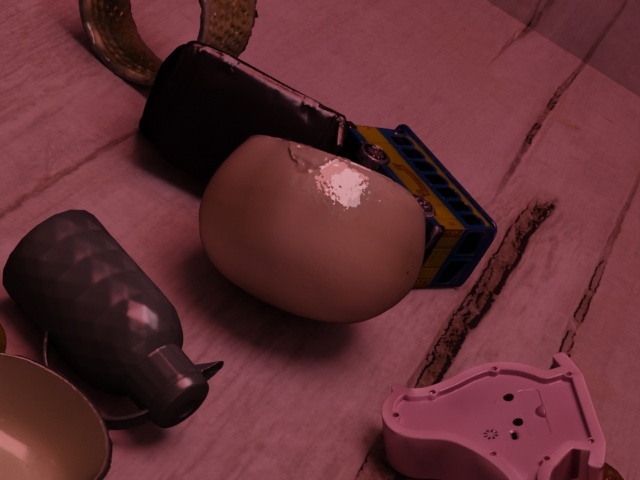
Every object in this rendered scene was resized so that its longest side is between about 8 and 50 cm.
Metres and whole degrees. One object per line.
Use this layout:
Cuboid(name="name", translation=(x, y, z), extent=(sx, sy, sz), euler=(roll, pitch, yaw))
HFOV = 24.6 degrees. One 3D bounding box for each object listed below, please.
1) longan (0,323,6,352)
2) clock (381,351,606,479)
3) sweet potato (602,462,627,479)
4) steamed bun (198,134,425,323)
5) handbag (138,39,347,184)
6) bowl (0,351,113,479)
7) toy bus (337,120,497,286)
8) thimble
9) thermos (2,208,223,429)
Cuboid(name="longan", translation=(-0.396, 0.116, 1.685), extent=(0.075, 0.075, 0.083), euler=(38, -12, 12))
Cuboid(name="clock", translation=(0.227, 0.277, 1.869), extent=(0.275, 0.080, 0.290), euler=(-7, 34, -4))
Cuboid(name="sweet potato", translation=(0.283, 0.318, 1.977), extent=(0.341, 0.092, 0.114), euler=(-3, 59, -45))
Cuboid(name="steamed bun", translation=(-0.015, 0.000, 2.023), extent=(0.324, 0.206, 0.324), euler=(21, -9, 3))
Cuboid(name="handbag", translation=(-0.123, -0.159, 2.218), extent=(0.302, 0.178, 0.275), euler=(27, -4, -10))
Cuboid(name="bowl", translation=(-0.331, 0.223, 1.517), extent=(0.211, 0.112, 0.211), euler=(23, 30, -14))
Cuboid(name="toy bus", translation=(0.130, -0.061, 2.388), extent=(0.175, 0.138, 0.287), euler=(0, 41, -43))
Cuboid(name="thimble", translation=(-0.256, -0.393, 2.418), extent=(0.271, 0.271, 0.150), euler=(39, 32, 15))
Cuboid(name="thermos", translation=(-0.260, 0.109, 1.750), extent=(0.182, 0.145, 0.286), euler=(-32, 63, -24))
